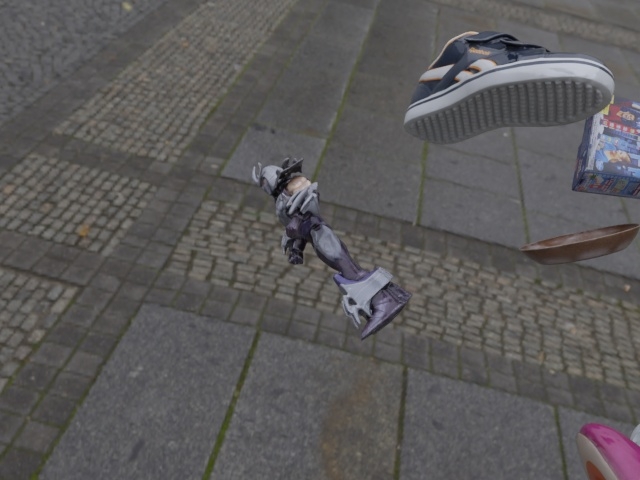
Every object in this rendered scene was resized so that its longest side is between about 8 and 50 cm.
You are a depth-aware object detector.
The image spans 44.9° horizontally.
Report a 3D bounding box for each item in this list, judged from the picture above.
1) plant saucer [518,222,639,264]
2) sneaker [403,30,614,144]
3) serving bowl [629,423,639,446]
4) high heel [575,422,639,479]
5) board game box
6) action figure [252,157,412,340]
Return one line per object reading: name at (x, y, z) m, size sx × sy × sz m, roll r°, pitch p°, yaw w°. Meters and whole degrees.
plant saucer at (0.437, 0.009, 1.301) m, size 0.199 × 0.036 × 0.198 m, roll -13°, pitch 0°, yaw 0°
sneaker at (0.239, -0.217, 1.017) m, size 0.126 × 0.127 × 0.321 m, roll 27°, pitch -17°, yaw -33°
serving bowl at (0.479, 0.301, 1.136) m, size 0.027 × 0.083 × 0.083 m, roll 18°, pitch 30°, yaw -12°
high heel at (0.413, 0.282, 0.746) m, size 0.377 × 0.181 × 0.127 m, roll 50°, pitch -4°, yaw -7°
board game box at (0.541, -0.143, 1.313) m, size 0.194 × 0.060 × 0.194 m, roll 19°, pitch 57°, yaw 4°
action figure at (0.000, 0.000, 1.047) m, size 0.099 × 0.185 × 0.285 m, roll -40°, pitch 79°, yaw -5°
